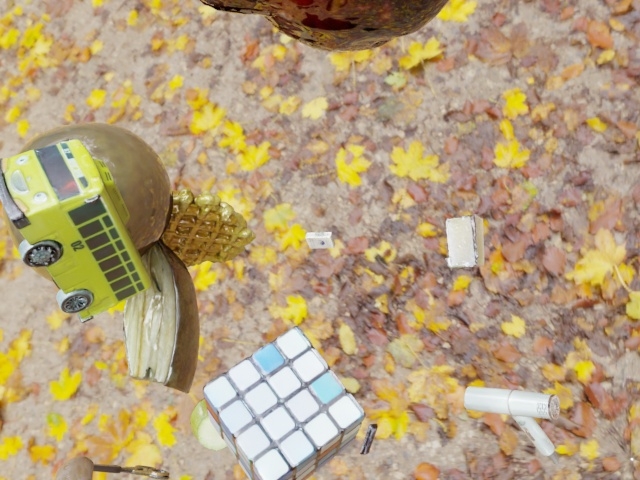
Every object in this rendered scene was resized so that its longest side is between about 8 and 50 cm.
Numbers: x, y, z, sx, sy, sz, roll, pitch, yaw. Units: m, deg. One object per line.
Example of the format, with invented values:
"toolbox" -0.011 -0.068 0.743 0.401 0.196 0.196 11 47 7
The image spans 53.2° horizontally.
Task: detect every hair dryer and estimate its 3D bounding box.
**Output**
"hair dryer" 0.346 0.324 1.091 0.155 0.183 0.044 -3 36 42

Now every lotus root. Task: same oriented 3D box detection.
"lotus root" -0.307 0.157 1.304 0.210 0.142 0.314 -20 67 37

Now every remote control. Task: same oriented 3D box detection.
"remote control" 0.140 0.566 1.814 0.014 0.039 0.096 26 102 43

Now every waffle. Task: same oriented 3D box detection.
"waffle" -0.317 -0.023 1.486 0.302 0.325 0.068 -12 57 18

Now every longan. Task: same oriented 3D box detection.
"longan" -0.430 -0.070 1.196 0.319 0.319 0.318 -8 69 23

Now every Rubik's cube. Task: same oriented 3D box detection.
"Rubik's cube" -0.050 0.236 0.857 0.154 0.151 0.155 -33 68 -21

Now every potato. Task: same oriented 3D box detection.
"potato" 0.330 0.006 1.453 0.086 0.061 0.122 -7 84 42

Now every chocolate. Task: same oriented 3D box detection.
"chocolate" -0.361 0.350 0.912 0.065 0.031 0.100 -33 29 3

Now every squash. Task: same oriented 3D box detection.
"squash" -0.329 0.583 2.011 0.170 0.123 0.170 0 94 -7

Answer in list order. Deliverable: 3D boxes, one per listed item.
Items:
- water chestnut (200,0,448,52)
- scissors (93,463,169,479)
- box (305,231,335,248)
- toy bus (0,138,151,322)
"water chestnut" 0.001 -0.303 0.559 0.244 0.289 0.289 5 75 38
"scissors" -0.398 0.448 1.250 0.088 0.220 0.017 0 71 40
"box" 0.000 0.000 2.025 0.083 0.054 0.024 -1 44 20
"toy bus" -0.348 -0.014 0.917 0.150 0.262 0.128 -26 57 -15
